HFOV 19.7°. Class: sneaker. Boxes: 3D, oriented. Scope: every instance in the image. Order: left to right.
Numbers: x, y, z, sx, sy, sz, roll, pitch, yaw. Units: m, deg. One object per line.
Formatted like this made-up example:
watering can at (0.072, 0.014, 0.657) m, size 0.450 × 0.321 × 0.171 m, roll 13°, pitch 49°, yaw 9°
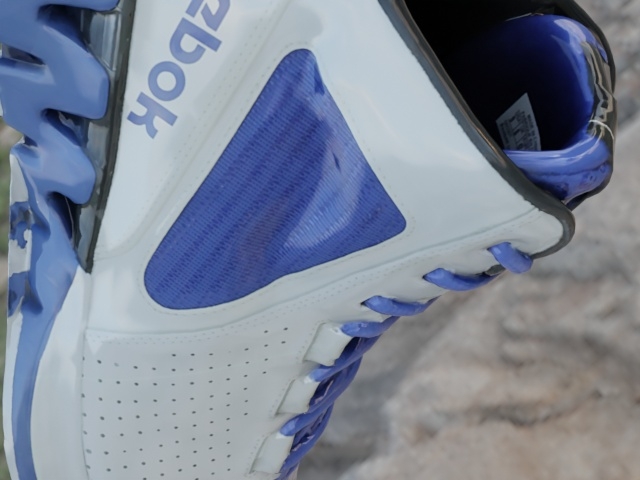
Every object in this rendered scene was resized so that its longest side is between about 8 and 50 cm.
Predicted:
sneaker at (0.000, -0.001, 0.583) m, size 0.182 × 0.315 × 0.127 m, roll 8°, pitch 36°, yaw 13°
